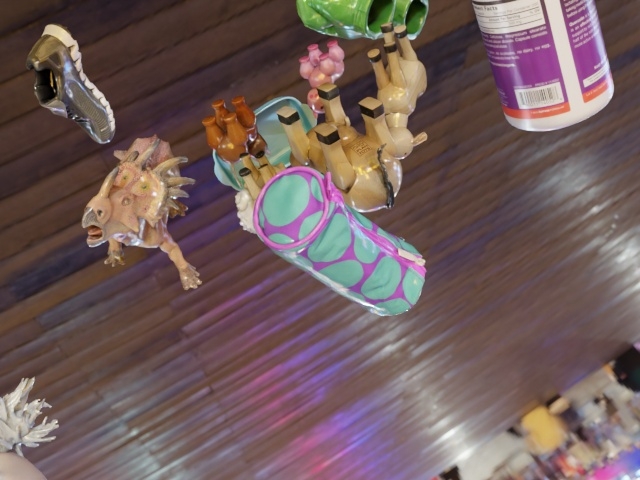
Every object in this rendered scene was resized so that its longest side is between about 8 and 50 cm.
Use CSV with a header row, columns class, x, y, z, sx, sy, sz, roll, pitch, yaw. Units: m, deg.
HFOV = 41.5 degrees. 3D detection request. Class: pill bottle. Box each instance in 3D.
class,x,y,z,sx,sy,sz,roll,pitch,yaw
pill bottle,0.348,-0.351,1.352,0.181,0.181,0.323,-28,115,-14

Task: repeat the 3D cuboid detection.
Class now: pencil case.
class,x,y,z,sx,sy,sz,roll,pitch,yaw
pencil case,0.019,0.003,0.619,0.070,0.064,0.152,-23,147,26

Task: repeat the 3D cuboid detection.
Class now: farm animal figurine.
class,x,y,z,sx,sy,sz,roll,pitch,yaw
farm animal figurine,0.027,-0.132,1.142,0.330,0.327,0.172,-24,123,-3

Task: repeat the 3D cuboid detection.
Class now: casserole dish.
class,x,y,z,sx,sy,sz,roll,pitch,yaw
casserole dish,-0.093,-0.161,1.372,0.188,0.037,0.114,-35,128,-2

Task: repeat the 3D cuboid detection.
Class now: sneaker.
class,x,y,z,sx,sy,sz,roll,pitch,yaw
sneaker,-0.430,-0.242,1.432,0.106,0.078,0.234,-58,147,-34

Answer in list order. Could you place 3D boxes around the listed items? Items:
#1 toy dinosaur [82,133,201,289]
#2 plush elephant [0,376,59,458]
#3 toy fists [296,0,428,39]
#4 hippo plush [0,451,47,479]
class,x,y,z,sx,sy,sz,roll,pitch,yaw
toy dinosaur,-0.224,-0.069,1.074,0.127,0.295,0.200,-4,131,-9
plush elephant,-0.394,0.273,0.728,0.330,0.272,0.255,-48,175,11
toy fists,0.058,-0.362,1.324,0.279,0.142,0.096,-24,134,-60
hippo plush,-0.287,0.283,0.523,0.237,0.294,0.234,-6,160,16
